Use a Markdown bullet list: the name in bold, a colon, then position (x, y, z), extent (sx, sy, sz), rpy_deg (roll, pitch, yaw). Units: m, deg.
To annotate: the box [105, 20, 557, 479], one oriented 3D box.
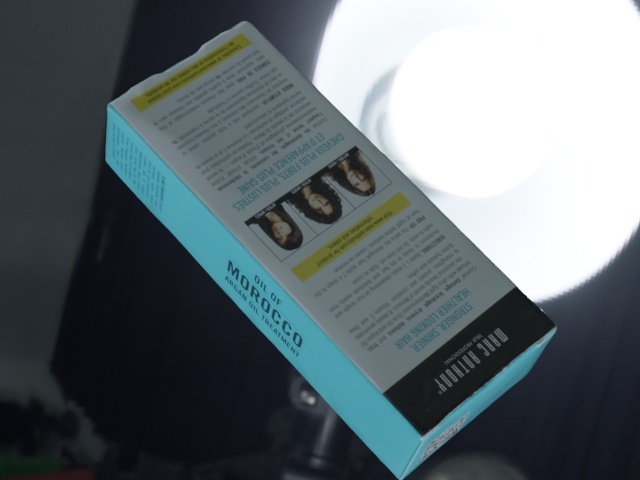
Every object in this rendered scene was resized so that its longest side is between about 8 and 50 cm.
- **box**: position (0.000, 0.000, 0.750), extent (0.244, 0.100, 0.060), rpy_deg (46, 154, 17)
